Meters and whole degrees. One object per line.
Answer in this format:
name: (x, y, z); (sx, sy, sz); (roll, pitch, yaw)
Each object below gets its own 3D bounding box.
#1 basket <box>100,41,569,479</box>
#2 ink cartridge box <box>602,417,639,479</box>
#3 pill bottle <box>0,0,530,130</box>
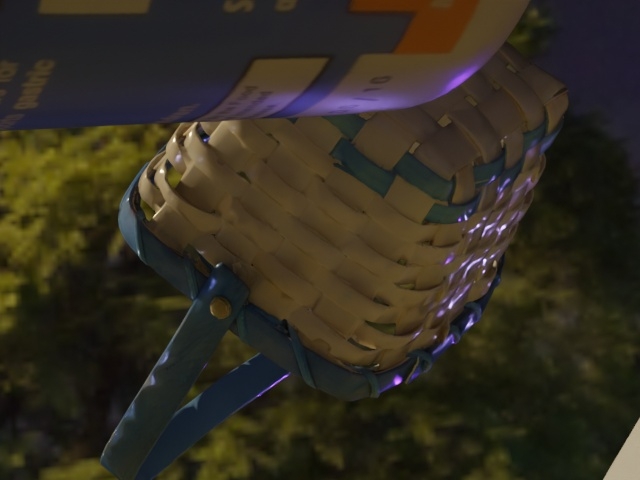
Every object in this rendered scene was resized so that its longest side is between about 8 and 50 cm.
basket: (0.000, 0.000, 0.996); (0.255, 0.201, 0.289); (-35, -23, -57)
ink cartridge box: (0.201, 0.100, 0.577); (0.128, 0.127, 0.176); (39, -13, -23)
pill bottle: (-0.098, -0.095, 0.338); (0.272, 0.152, 0.152); (-5, -25, -27)
